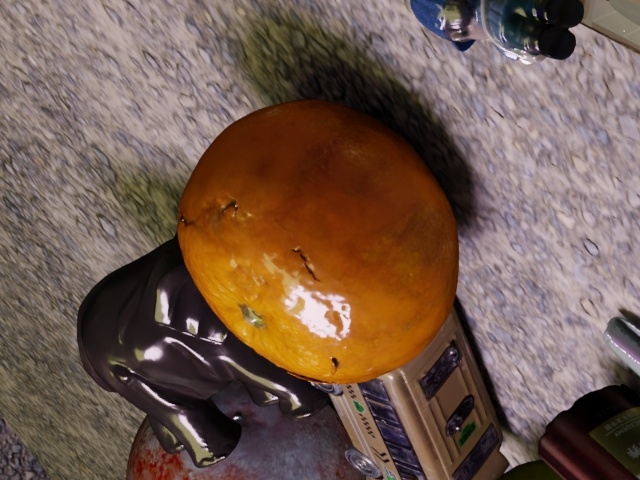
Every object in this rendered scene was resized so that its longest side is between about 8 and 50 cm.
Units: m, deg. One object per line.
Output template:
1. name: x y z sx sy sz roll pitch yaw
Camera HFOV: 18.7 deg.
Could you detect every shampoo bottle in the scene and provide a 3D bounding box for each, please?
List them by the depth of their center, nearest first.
1. shampoo bottle: 0.351 0.263 1.805 0.323 0.129 0.084 43 139 37

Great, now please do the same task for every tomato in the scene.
1. tomato: -0.097 0.319 2.508 0.316 0.316 0.282 31 144 25

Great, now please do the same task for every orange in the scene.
1. orange: 0.000 0.000 1.843 0.284 0.226 0.284 36 154 21

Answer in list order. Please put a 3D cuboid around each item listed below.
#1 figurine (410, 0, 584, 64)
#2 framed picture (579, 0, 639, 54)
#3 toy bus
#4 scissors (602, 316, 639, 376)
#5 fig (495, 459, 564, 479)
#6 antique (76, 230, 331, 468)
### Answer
1. figurine: 0.130 -0.175 1.478 0.149 0.087 0.086 32 117 51
2. framed picture: 0.231 -0.180 1.408 0.201 0.010 0.136 32 156 23
3. toy bus: 0.101 0.170 2.124 0.157 0.139 0.289 23 149 36
4. scissors: 0.363 0.161 1.807 0.256 0.030 0.125 40 158 -5
5. fig: 0.261 0.329 2.118 0.203 0.203 0.225 40 -162 3
6. antique: -0.136 0.110 2.258 0.322 0.185 0.255 -25 106 23
